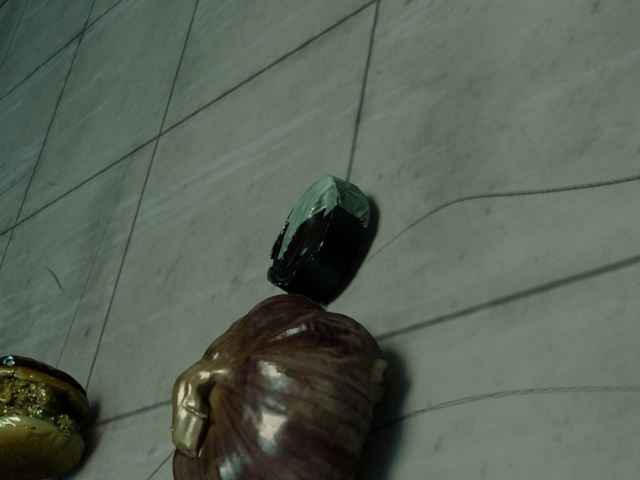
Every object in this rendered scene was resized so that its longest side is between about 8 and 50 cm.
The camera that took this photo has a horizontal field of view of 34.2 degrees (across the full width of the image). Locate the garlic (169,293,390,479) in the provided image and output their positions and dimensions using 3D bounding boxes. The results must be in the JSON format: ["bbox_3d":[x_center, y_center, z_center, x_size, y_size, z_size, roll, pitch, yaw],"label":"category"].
[{"bbox_3d":[-0.056,0.151,0.968,0.245,0.160,0.245,-44,25,28],"label":"garlic"}]

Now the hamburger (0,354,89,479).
[{"bbox_3d":[-0.374,0.235,1.344,0.185,0.159,0.131,124,159,-45],"label":"hamburger"}]

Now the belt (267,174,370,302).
[{"bbox_3d":[0.000,0.000,1.114,0.140,0.058,0.105,-60,26,5],"label":"belt"}]
